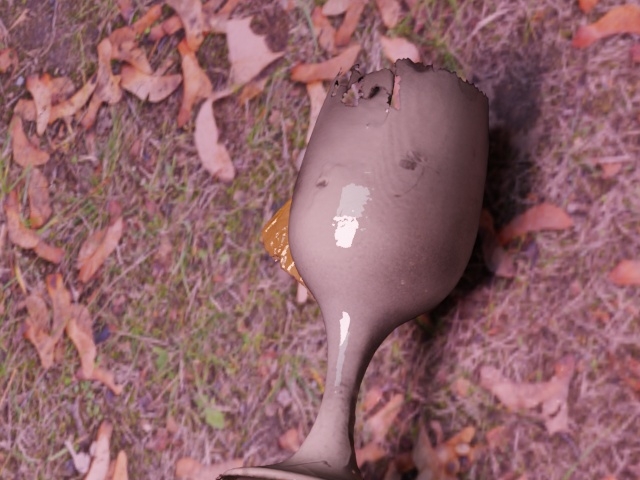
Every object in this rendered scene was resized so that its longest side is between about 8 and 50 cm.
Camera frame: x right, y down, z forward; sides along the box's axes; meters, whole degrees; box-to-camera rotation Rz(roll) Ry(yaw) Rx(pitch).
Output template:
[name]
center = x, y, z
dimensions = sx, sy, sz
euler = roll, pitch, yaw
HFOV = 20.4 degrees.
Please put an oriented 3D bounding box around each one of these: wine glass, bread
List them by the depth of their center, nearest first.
[wine glass]
center = 0.033, 0.038, 1.207
dimensions = 0.143, 0.143, 0.321
euler = -1, 66, 38
[bread]
center = 0.000, 0.000, 1.324
dimensions = 0.070, 0.035, 0.083
euler = -50, 56, 12
